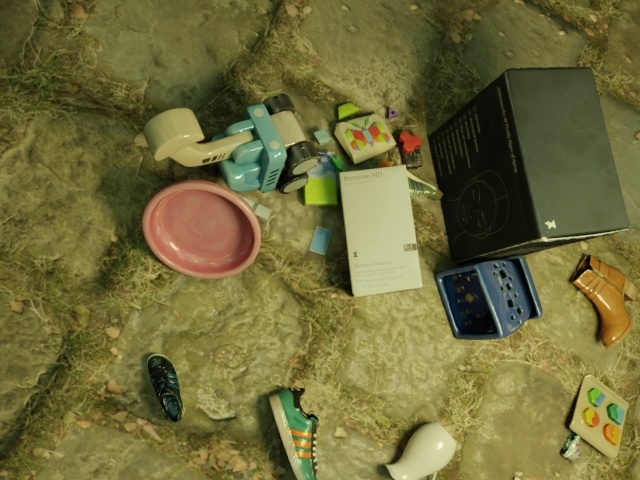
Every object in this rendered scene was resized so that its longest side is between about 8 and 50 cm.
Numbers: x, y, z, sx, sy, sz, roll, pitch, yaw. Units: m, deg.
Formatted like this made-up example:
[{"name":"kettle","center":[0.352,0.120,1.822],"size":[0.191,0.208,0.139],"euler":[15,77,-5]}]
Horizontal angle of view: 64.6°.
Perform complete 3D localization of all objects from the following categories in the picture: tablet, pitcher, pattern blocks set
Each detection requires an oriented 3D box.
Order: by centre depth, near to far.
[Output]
[{"name":"pitcher","center":[0.322,0.666,1.532],"size":[0.207,0.125,0.177],"euler":[-42,111,-5]},{"name":"tablet","center":[0.000,0.000,1.634],"size":[0.054,0.006,0.083],"euler":[19,76,-8]},{"name":"pattern blocks set","center":[0.153,-0.345,1.690],"size":[0.325,0.026,0.285],"euler":[-35,78,-23]}]

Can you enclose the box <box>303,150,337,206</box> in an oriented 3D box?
[{"name":"box","center":[-0.003,-0.200,1.650],"size":[0.109,0.042,0.178],"euler":[0,79,-13]}]

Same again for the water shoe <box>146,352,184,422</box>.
[{"name":"water shoe","center":[-0.432,0.412,1.427],"size":[0.073,0.080,0.203],"euler":[-23,85,-16]}]

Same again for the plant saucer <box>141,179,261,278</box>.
[{"name":"plant saucer","center":[-0.332,-0.037,1.449],"size":[0.333,0.331,0.084],"euler":[15,36,-9]}]

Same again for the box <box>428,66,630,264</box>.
[{"name":"box","center":[0.601,-0.201,1.559],"size":[0.298,0.472,0.478],"euler":[-7,82,-13]}]

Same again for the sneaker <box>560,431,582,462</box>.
[{"name":"sneaker","center":[0.845,0.687,1.675],"size":[0.069,0.038,0.098],"euler":[41,82,-5]}]

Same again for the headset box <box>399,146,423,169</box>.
[{"name":"headset box","center":[0.312,-0.283,1.739],"size":[0.062,0.032,0.083],"euler":[-9,80,-14]}]

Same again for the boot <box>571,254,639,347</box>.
[{"name":"boot","center":[0.969,0.203,1.748],"size":[0.220,0.109,0.283],"euler":[35,73,-5]}]

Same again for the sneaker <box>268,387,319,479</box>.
[{"name":"sneaker","center":[-0.048,0.575,1.465],"size":[0.121,0.108,0.301],"euler":[-19,83,-10]}]

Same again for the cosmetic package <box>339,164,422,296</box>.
[{"name":"cosmetic package","center":[0.182,-0.026,1.578],"size":[0.218,0.156,0.384],"euler":[-9,82,3]}]

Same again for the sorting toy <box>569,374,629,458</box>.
[{"name":"sorting toy","center":[0.940,0.585,1.693],"size":[0.193,0.038,0.208],"euler":[37,63,-4]}]

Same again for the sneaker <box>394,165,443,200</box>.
[{"name":"sneaker","center":[0.310,-0.168,1.705],"size":[0.192,0.064,0.086],"euler":[31,80,-3]}]

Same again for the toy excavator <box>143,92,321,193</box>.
[{"name":"toy excavator","center":[-0.238,-0.246,1.399],"size":[0.446,0.433,0.222],"euler":[-22,79,-19]}]

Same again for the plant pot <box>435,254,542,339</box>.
[{"name":"plant pot","center":[0.542,0.173,1.607],"size":[0.212,0.236,0.235],"euler":[-15,84,-21]}]

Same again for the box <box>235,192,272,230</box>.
[{"name":"box","center":[-0.244,-0.096,1.528],"size":[0.186,0.145,0.038],"euler":[24,73,-6]}]
